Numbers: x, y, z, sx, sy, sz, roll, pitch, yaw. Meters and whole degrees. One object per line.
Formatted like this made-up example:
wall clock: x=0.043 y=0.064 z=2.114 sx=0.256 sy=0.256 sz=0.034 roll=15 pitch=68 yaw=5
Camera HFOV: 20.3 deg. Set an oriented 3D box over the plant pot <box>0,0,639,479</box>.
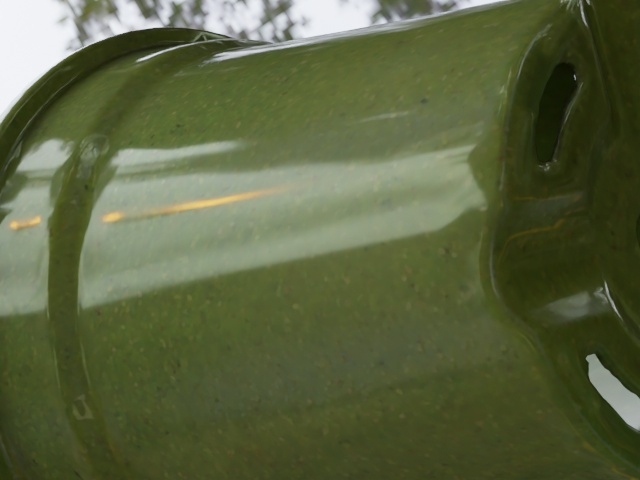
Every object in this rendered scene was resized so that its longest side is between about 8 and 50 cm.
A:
plant pot: x=0.036 y=0.018 z=0.698 sx=0.276 sy=0.276 sz=0.254 roll=8 pitch=-16 yaw=-42
